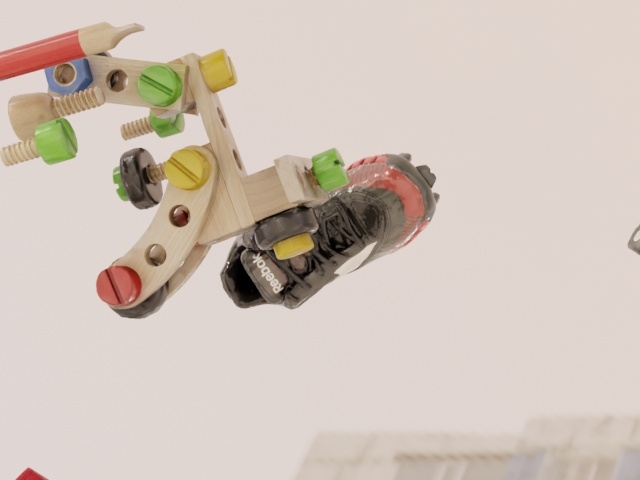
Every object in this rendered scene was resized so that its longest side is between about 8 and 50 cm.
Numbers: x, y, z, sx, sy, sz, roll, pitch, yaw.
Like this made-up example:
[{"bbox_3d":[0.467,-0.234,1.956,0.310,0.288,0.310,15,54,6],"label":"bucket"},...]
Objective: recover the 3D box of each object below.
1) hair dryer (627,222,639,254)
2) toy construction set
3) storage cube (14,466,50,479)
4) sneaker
[{"bbox_3d":[0.387,0.125,1.720,0.080,0.224,0.293,-41,-55,15],"label":"hair dryer"},{"bbox_3d":[-0.115,-0.093,1.611,0.237,0.257,0.309,-15,-29,15],"label":"toy construction set"},{"bbox_3d":[-0.245,0.361,1.696,0.193,0.184,0.215,31,-35,17],"label":"storage cube"},{"bbox_3d":[0.000,0.000,1.828,0.276,0.135,0.098,-25,-79,46],"label":"sneaker"}]
